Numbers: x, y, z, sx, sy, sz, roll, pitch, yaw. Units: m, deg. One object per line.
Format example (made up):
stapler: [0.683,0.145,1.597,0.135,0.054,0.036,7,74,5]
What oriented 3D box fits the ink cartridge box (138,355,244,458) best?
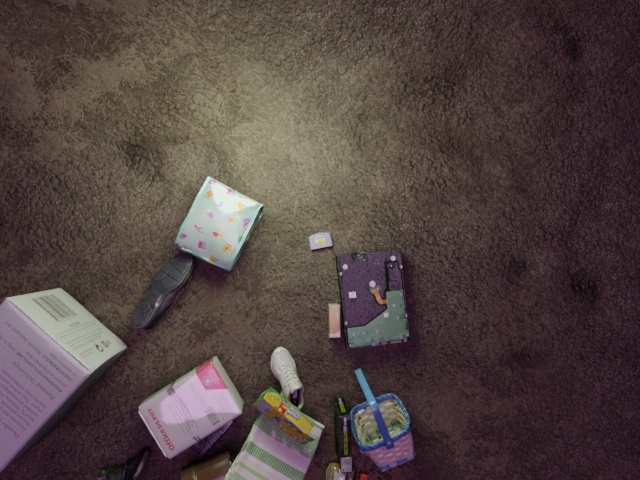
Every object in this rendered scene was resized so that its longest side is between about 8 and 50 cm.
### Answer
ink cartridge box: [-0.434,0.560,1.578,0.282,0.117,0.207,-31,91,-5]

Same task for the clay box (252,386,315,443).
clay box: [-0.114,0.595,1.567,0.222,0.127,0.053,39,53,-2]

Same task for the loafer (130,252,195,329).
loafer: [-0.535,0.178,1.620,0.109,0.095,0.303,32,82,27]

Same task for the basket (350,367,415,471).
basket: [0.197,0.606,1.575,0.200,0.255,0.289,-19,102,-2]

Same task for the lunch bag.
lunch bag: [-0.346,-0.047,1.590,0.223,0.160,0.263,27,82,-4]

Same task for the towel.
towel: [-0.149,0.732,1.588,0.247,0.038,0.325,32,59,-5]

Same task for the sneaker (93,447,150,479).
sneaker: [-0.688,0.796,1.591,0.130,0.087,0.228,37,92,-9]

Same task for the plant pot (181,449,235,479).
plant pot: [-0.365,0.813,1.585,0.165,0.167,0.167,-23,91,-11]

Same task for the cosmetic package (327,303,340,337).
cosmetic package: [0.048,0.286,1.663,0.041,0.060,0.115,-1,88,-4]

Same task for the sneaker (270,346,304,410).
sneaker: [-0.101,0.482,1.611,0.090,0.115,0.232,-16,87,-27]

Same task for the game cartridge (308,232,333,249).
game cartridge: [0.000,0.000,1.685,0.083,0.017,0.056,-12,87,-4]

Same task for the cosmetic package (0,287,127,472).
cosmetic package: [-0.906,0.409,1.458,0.327,0.329,0.394,42,88,-3]

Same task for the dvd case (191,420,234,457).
dvd case: [-0.440,0.634,1.645,0.221,0.018,0.164,42,86,-3]

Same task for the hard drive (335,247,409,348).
hard drive: [0.187,0.206,1.672,0.236,0.064,0.339,-7,89,-4]

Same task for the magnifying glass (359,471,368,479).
magnifying glass: [0.138,0.958,1.684,0.092,0.026,0.231,11,91,-4]

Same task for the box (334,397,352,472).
box: [0.076,0.665,1.600,0.045,0.184,0.191,-1,89,-2]

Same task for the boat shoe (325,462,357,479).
boat shoe: [0.042,0.942,1.638,0.103,0.113,0.303,13,77,20]
